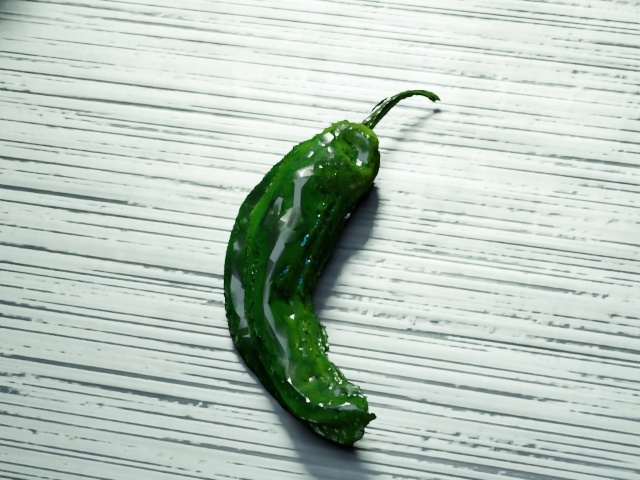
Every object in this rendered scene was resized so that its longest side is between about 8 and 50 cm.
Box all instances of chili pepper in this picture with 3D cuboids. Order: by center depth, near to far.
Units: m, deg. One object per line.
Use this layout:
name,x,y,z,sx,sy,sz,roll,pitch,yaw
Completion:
chili pepper,-0.001,0.000,1.241,0.122,0.065,0.279,11,63,4
